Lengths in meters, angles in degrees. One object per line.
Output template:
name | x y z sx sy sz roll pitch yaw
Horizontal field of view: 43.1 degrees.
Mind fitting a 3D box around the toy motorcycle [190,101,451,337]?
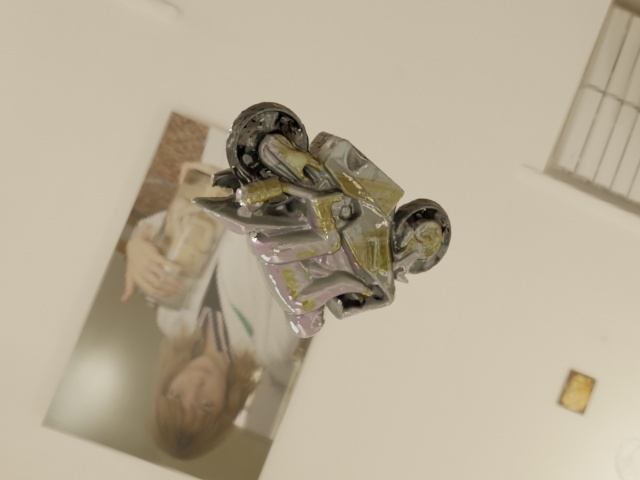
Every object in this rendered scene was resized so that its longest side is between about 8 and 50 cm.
toy motorcycle | 0.000 0.000 0.636 0.225 0.152 0.073 29 -179 -31
